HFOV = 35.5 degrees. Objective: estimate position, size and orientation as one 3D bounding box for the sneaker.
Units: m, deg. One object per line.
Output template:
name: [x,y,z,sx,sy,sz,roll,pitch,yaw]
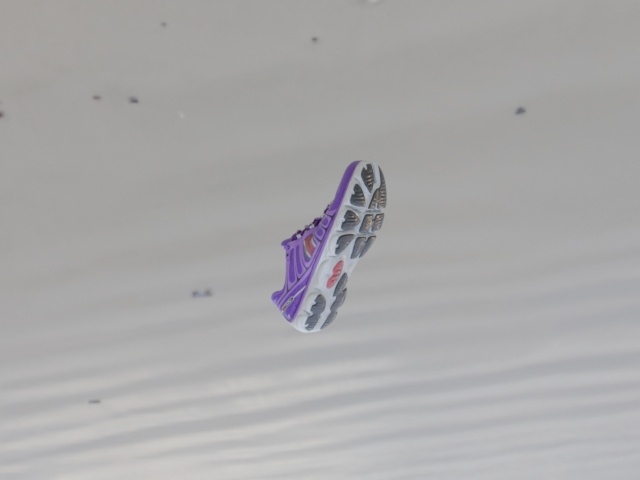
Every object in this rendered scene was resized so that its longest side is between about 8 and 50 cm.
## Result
sneaker: [0.000,0.000,0.899,0.068,0.071,0.170,2,118,-57]
